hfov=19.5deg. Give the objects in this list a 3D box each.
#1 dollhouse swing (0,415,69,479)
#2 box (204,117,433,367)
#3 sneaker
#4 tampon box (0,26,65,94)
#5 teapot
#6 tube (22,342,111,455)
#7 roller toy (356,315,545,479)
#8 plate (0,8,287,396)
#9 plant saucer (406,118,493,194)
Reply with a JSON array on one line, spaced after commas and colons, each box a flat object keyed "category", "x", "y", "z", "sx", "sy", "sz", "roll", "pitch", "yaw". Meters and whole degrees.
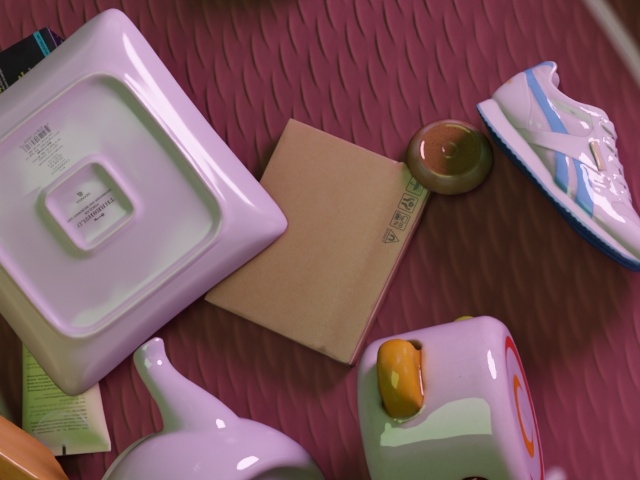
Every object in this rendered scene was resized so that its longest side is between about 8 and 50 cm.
[{"category": "dollhouse swing", "x": -0.439, "y": 0.274, "z": 1.794, "sx": 0.315, "sy": 0.305, "sz": 0.347, "roll": 36, "pitch": 94, "yaw": -12}, {"category": "box", "x": 0.000, "y": 0.000, "z": 1.807, "sx": 0.164, "sy": 0.021, "sz": 0.201, "roll": 23, "pitch": 85, "yaw": 18}, {"category": "sneaker", "x": 0.246, "y": -0.068, "z": 1.727, "sx": 0.092, "sy": 0.087, "sz": 0.229, "roll": -39, "pitch": 74, "yaw": 1}, {"category": "tampon box", "x": -0.301, "y": -0.115, "z": 1.865, "sx": 0.161, "sy": 0.101, "sz": 0.120, "roll": -29, "pitch": 74, "yaw": 7}, {"category": "teapot", "x": -0.124, "y": 0.267, "z": 1.687, "sx": 0.187, "sy": 0.252, "sz": 0.256, "roll": 20, "pitch": 68, "yaw": 38}, {"category": "tube", "x": -0.262, "y": 0.093, "z": 1.838, "sx": 0.070, "sy": 0.062, "sz": 0.240, "roll": -17, "pitch": 76, "yaw": 50}, {"category": "roller toy", "x": 0.110, "y": 0.172, "z": 1.649, "sx": 0.146, "sy": 0.209, "sz": 0.191, "roll": -13, "pitch": 89, "yaw": 12}, {"category": "plate", "x": -0.219, "y": -0.035, "z": 1.776, "sx": 0.277, "sy": 0.045, "sz": 0.278, "roll": -38, "pitch": 95, "yaw": 1}, {"category": "plant saucer", "x": 0.124, "y": -0.084, "z": 1.784, "sx": 0.083, "sy": 0.015, "sz": 0.083, "roll": -1, "pitch": 63, "yaw": 2}]
